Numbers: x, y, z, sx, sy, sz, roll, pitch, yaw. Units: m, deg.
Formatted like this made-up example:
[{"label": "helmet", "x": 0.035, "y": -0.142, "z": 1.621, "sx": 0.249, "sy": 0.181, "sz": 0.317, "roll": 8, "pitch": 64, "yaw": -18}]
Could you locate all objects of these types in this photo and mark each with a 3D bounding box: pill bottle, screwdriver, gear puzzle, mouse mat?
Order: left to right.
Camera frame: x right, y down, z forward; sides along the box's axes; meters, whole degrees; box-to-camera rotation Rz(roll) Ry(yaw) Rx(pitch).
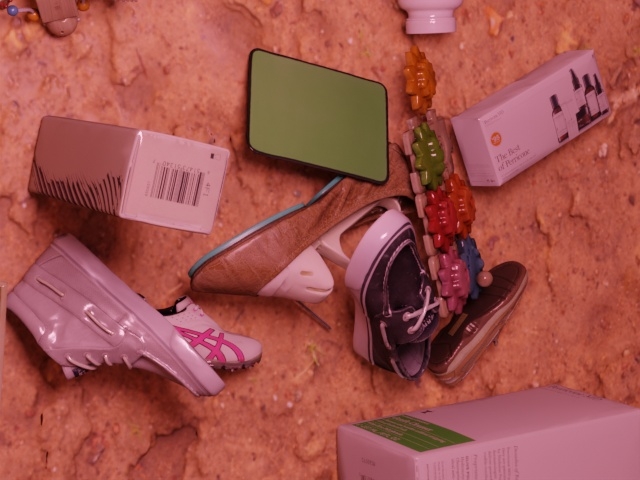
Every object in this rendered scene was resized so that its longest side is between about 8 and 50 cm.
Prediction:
[{"label": "screwdriver", "x": -0.045, "y": 0.062, "z": 1.886, "sx": 0.170, "sy": 0.025, "sz": 0.024, "roll": 43, "pitch": 75, "yaw": -31}, {"label": "mouse mat", "x": -0.002, "y": -0.151, "z": 1.832, "sx": 0.189, "sy": 0.007, "sz": 0.153, "roll": 13, "pitch": 58, "yaw": -20}, {"label": "pill bottle", "x": 0.138, "y": -0.338, "z": 1.901, "sx": 0.086, "sy": 0.086, "sz": 0.152, "roll": -7, "pitch": 99, "yaw": -29}, {"label": "gear puzzle", "x": 0.161, "y": -0.082, "z": 1.911, "sx": 0.175, "sy": 0.044, "sz": 0.339, "roll": -30, "pitch": 109, "yaw": -66}]

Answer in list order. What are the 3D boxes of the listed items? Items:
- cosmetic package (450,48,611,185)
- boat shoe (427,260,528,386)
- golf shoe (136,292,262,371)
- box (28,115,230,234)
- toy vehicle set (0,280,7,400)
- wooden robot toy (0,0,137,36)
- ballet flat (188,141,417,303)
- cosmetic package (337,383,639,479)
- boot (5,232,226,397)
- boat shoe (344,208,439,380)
[{"label": "cosmetic package", "x": 0.283, "y": -0.165, "z": 2.002, "sx": 0.239, "sy": 0.060, "sz": 0.099, "roll": -32, "pitch": 110, "yaw": -33}, {"label": "boat shoe", "x": 0.217, "y": 0.113, "z": 2.025, "sx": 0.190, "sy": 0.068, "sz": 0.072, "roll": -47, "pitch": 129, "yaw": -6}, {"label": "golf shoe", "x": -0.149, "y": 0.111, "z": 1.804, "sx": 0.186, "sy": 0.067, "sz": 0.086, "roll": 10, "pitch": 90, "yaw": -30}, {"label": "box", "x": -0.212, "y": -0.074, "z": 1.622, "sx": 0.113, "sy": 0.275, "sz": 0.094, "roll": 12, "pitch": 91, "yaw": -30}, {"label": "toy vehicle set", "x": -0.467, "y": 0.104, "z": 1.597, "sx": 0.267, "sy": 0.035, "sz": 0.166, "roll": 11, "pitch": 65, "yaw": -31}, {"label": "wooden robot toy", "x": -0.285, "y": -0.267, "z": 1.686, "sx": 0.173, "sy": 0.076, "sz": 0.079, "roll": -11, "pitch": 144, "yaw": -5}, {"label": "ballet flat", "x": 0.000, "y": 0.000, "z": 1.825, "sx": 0.342, "sy": 0.116, "sz": 0.124, "roll": -34, "pitch": 84, "yaw": -34}, {"label": "cosmetic package", "x": 0.225, "y": 0.302, "z": 1.972, "sx": 0.365, "sy": 0.197, "sz": 0.155, "roll": -8, "pitch": 100, "yaw": -31}, {"label": "boot", "x": -0.237, "y": 0.117, "z": 1.705, "sx": 0.258, "sy": 0.095, "sz": 0.123, "roll": 41, "pitch": 81, "yaw": 8}, {"label": "boat shoe", "x": 0.098, "y": 0.077, "z": 1.827, "sx": 0.108, "sy": 0.102, "sz": 0.301, "roll": -43, "pitch": 155, "yaw": -26}]
